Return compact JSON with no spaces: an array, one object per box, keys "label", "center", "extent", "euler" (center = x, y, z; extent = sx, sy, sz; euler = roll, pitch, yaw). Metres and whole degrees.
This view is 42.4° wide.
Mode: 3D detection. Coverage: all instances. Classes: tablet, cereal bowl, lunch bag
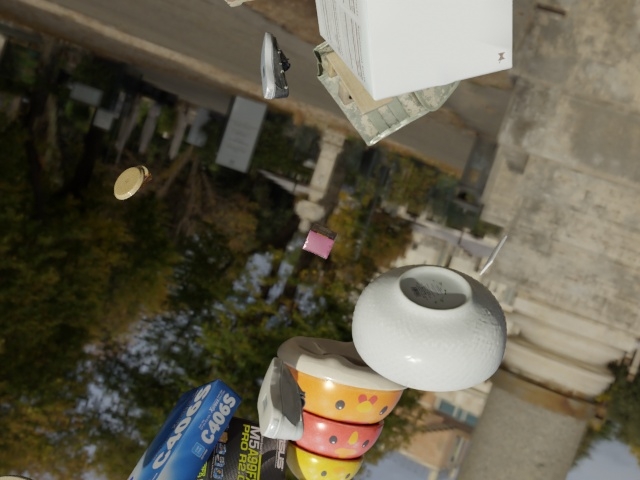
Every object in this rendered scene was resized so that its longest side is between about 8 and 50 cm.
[{"label":"tablet","center":[0.341,0.028,1.626],"extent":[0.006,0.083,0.054],"euler":[35,143,5]},{"label":"cereal bowl","center":[0.237,0.156,1.757],"extent":[0.339,0.141,0.339],"euler":[3,-146,-2]},{"label":"lunch bag","center":[0.167,-0.396,1.908],"extent":[0.235,0.287,0.169],"euler":[50,-160,-36]}]

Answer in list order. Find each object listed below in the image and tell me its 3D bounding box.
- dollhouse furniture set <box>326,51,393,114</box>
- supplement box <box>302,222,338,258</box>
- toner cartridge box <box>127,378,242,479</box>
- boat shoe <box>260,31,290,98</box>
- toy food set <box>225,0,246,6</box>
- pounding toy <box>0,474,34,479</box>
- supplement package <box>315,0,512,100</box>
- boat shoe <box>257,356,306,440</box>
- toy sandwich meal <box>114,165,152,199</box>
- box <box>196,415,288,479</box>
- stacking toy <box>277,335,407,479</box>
[{"label":"dollhouse furniture set","center":[0.100,-0.258,1.413],"extent":[0.123,0.144,0.151],"euler":[60,169,18]},{"label":"supplement box","center":[0.000,0.000,1.664],"extent":[0.055,0.043,0.083],"euler":[24,-167,0]},{"label":"toner cartridge box","center":[-0.305,0.454,1.694],"extent":[0.075,0.348,0.165],"euler":[43,139,-15]},{"label":"boat shoe","center":[-0.118,-0.475,2.245],"extent":[0.076,0.080,0.228],"euler":[4,-128,-14]},{"label":"toy food set","center":[-0.200,-0.542,1.721],"extent":[0.132,0.039,0.192],"euler":[-2,157,32]},{"label":"pounding toy","center":[-0.565,0.527,1.479],"extent":[0.183,0.237,0.110],"euler":[49,175,8]},{"label":"supplement package","center":[0.116,-0.350,1.126],"extent":[0.199,0.198,0.263],"euler":[-15,-145,-9]},{"label":"boat shoe","center":[-0.052,0.233,1.216],"extent":[0.063,0.066,0.184],"euler":[21,-169,-11]},{"label":"toy sandwich meal","center":[-0.381,-0.115,1.670],"extent":[0.085,0.086,0.029],"euler":[22,165,43]},{"label":"box","center":[-0.186,0.558,1.931],"extent":[0.216,0.270,0.060],"euler":[22,149,-31]},{"label":"stacking toy","center":[0.022,0.508,2.112],"extent":[0.350,0.480,0.350],"euler":[12,-176,-1]}]
